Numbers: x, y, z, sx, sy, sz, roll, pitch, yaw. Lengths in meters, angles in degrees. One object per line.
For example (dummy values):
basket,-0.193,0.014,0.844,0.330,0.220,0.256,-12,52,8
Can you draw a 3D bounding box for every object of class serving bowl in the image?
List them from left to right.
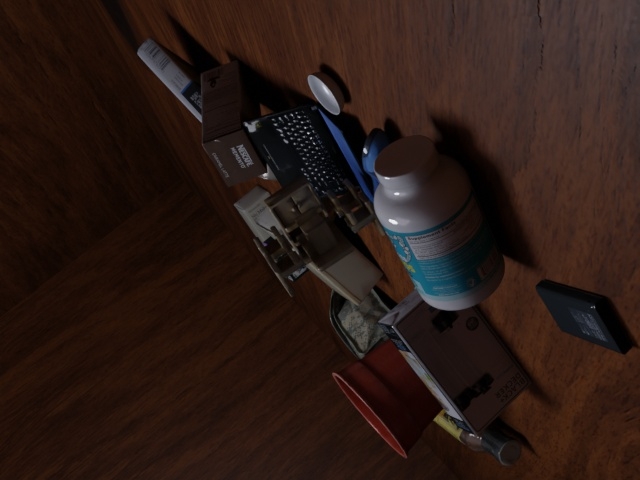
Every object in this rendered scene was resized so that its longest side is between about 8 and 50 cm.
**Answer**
serving bowl,0.015,-0.259,1.297,0.083,0.027,0.083,48,169,12

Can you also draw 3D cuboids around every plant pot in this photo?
plant pot,0.217,0.348,1.877,0.272,0.265,0.272,47,168,13

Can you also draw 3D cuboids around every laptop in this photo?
laptop,-0.010,-0.139,1.484,0.264,0.136,0.234,-10,130,28

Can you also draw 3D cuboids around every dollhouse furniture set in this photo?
dollhouse furniture set,0.000,0.000,1.448,0.161,0.212,0.242,58,177,-31

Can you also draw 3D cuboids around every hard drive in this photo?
hard drive,0.376,0.109,1.085,0.094,0.022,0.135,54,168,-18

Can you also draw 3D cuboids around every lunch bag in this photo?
lunch bag,0.145,0.253,2.126,0.287,0.169,0.235,50,176,47

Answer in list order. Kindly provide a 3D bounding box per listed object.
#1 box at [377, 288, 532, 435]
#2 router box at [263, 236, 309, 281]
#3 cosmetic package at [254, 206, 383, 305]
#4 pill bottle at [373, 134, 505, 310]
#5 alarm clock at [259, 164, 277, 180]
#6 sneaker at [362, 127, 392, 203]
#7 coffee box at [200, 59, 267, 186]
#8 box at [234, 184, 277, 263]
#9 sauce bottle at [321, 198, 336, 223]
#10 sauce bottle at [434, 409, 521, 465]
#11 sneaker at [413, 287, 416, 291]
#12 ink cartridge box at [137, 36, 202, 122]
box,0.273,0.226,1.518,0.290,0.169,0.087,54,166,-9
router box,-0.043,0.003,1.999,0.133,0.179,0.046,56,166,-23
cosmetic package,-0.002,0.019,1.906,0.309,0.113,0.160,41,174,-26
pill bottle,0.172,-0.028,1.127,0.146,0.146,0.264,36,161,53
alarm clock,-0.093,-0.178,1.704,0.192,0.129,0.064,-115,25,-55
sneaker,0.127,-0.109,1.276,0.082,0.069,0.209,22,153,29
coffee box,-0.193,-0.260,1.660,0.141,0.098,0.246,61,-165,-48
box,-0.164,-0.042,2.513,0.275,0.113,0.094,56,167,-32
sauce bottle,0.020,-0.067,1.882,0.042,0.042,0.128,47,171,19
sauce bottle,0.409,0.496,2.020,0.111,0.111,0.344,55,166,-22
sneaker,0.265,0.149,1.605,0.166,0.065,0.076,51,153,-19
ink cartridge box,-0.293,-0.370,1.968,0.303,0.072,0.307,45,-168,23
